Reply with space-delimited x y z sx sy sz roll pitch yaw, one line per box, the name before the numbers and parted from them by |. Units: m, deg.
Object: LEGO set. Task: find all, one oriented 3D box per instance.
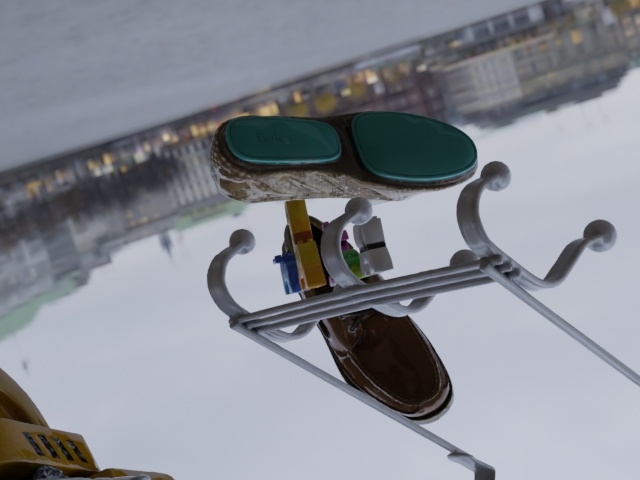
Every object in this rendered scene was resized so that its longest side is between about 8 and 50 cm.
LEGO set | 0.000 0.000 1.370 0.087 0.093 0.227 -11 177 -12

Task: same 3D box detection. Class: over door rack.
over door rack | 0.112 0.077 0.919 0.239 0.324 0.108 -15 -139 43

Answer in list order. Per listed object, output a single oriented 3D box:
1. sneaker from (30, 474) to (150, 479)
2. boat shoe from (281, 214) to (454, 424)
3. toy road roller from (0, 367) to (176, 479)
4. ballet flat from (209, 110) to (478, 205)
sneaker | -0.224 0.229 0.895 0.129 0.111 0.297 3 -175 22
boat shoe | 0.043 0.092 1.611 0.110 0.307 0.104 -36 147 -11
toy road roller | -0.277 0.236 1.207 0.202 0.241 0.329 -36 157 8
ballet flat | 0.014 -0.057 0.994 0.206 0.073 0.067 3 148 -19
